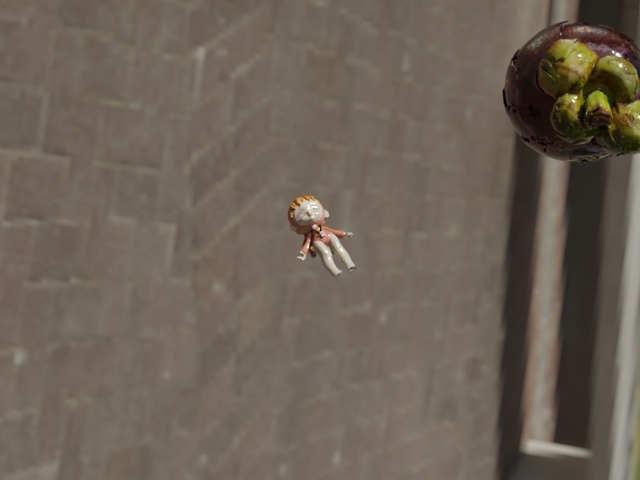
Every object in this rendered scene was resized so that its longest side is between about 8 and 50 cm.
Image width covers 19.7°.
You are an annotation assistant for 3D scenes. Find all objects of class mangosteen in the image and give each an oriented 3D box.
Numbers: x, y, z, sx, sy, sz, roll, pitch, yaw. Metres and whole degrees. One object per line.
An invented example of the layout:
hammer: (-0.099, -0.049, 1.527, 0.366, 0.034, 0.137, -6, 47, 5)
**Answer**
mangosteen: (0.285, -0.158, 1.995, 0.180, 0.166, 0.166, -121, -145, -76)

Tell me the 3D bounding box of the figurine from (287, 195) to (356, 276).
figurine: (0.000, 0.000, 1.923, 0.109, 0.064, 0.047, 56, -17, 37)
